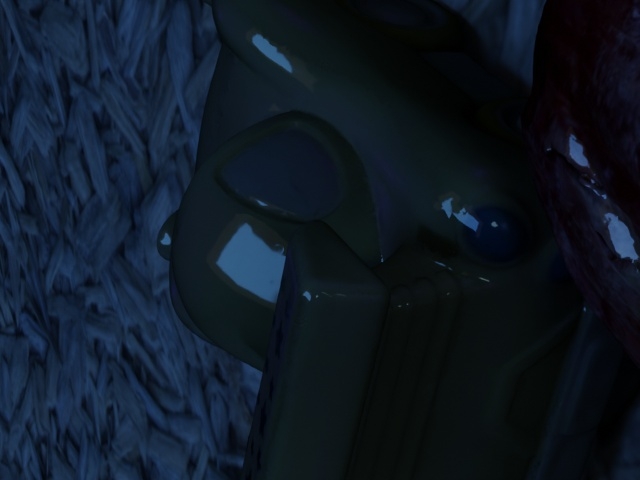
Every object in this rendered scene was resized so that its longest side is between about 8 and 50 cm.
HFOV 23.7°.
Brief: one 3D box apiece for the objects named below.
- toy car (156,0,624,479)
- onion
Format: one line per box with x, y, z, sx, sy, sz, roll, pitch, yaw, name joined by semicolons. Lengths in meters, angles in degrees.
0.000;0.000;0.854;0.336;0.226;0.242;46;134;45;toy car
0.149;-0.033;0.632;0.227;0.120;0.283;77;168;-48;onion
